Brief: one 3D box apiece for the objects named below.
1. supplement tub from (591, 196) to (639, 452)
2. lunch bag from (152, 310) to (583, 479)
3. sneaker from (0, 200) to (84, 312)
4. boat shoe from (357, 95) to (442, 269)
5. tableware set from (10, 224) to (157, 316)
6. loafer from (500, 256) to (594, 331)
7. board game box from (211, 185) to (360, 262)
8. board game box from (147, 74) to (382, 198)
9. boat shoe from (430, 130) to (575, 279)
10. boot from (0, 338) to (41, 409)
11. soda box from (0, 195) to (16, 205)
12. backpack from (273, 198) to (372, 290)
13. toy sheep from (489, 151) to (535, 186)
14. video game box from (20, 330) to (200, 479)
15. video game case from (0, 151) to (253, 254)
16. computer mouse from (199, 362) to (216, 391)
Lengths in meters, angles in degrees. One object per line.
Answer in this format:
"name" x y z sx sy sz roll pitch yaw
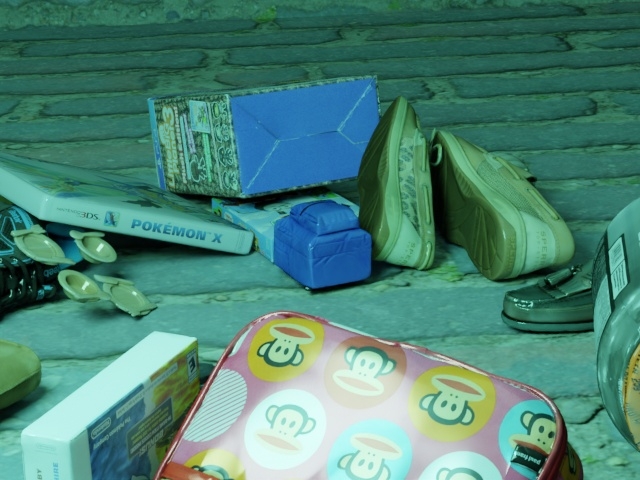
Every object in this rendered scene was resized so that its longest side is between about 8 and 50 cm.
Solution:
"supplement tub" 0.357 0.084 1.429 0.207 0.207 0.338 0 19 8
"lunch bag" 0.021 0.202 1.138 0.293 0.120 0.258 16 63 29
"sneaker" -0.385 0.030 1.812 0.140 0.125 0.341 6 22 10
"boat shoe" 0.105 -0.072 2.004 0.089 0.104 0.285 21 46 -13
"tableware set" -0.274 0.033 1.807 0.168 0.020 0.141 45 23 30
"loafer" 0.331 0.044 1.744 0.268 0.084 0.096 -6 19 -11
"board game box" -0.034 -0.028 2.075 0.160 0.039 0.211 -10 21 -23
"board game box" -0.080 -0.149 2.191 0.232 0.141 0.291 -10 8 -26
"boat shoe" 0.224 -0.045 1.993 0.110 0.121 0.341 -2 28 -14
"boot" -0.437 0.162 1.493 0.236 0.089 0.269 10 19 17
"soda box" -0.506 -0.076 2.246 0.181 0.058 0.061 5 20 23
"backpack" 0.000 0.000 1.895 0.098 0.101 0.120 -4 14 -28
"toy sheep" 0.249 -0.077 2.125 0.091 0.091 0.132 -13 35 -30
"video game box" -0.153 0.193 1.192 0.048 0.187 0.205 9 22 20
"video game case" -0.293 -0.057 2.042 0.300 0.036 0.329 10 9 -35
"computer mouse" -0.135 0.151 1.515 0.262 0.060 0.184 -13 22 -30
